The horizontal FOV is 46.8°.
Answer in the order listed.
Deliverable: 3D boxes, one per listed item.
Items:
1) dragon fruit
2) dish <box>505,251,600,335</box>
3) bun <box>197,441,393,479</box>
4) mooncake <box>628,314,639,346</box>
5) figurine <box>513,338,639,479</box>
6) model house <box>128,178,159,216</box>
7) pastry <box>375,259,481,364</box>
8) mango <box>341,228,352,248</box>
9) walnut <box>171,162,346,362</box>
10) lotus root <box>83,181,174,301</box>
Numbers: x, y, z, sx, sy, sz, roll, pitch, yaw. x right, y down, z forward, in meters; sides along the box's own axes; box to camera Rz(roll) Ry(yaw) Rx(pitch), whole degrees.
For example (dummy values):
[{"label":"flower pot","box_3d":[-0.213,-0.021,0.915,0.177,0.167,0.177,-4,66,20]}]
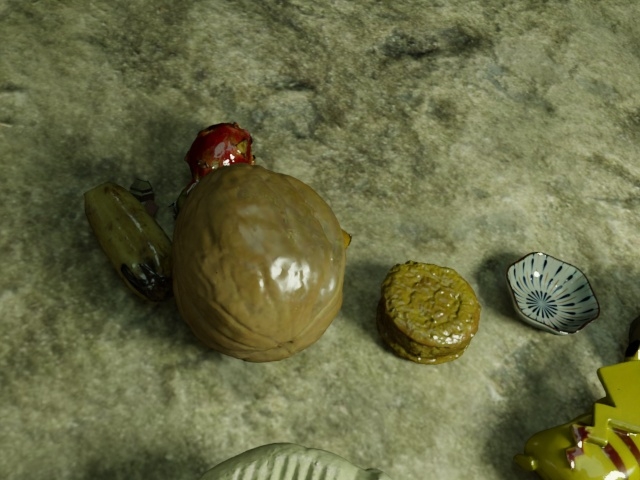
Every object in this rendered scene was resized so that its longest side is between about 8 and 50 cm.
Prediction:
[{"label":"dragon fruit","box_3d":[-0.218,-0.135,1.451,0.125,0.125,0.246,36,69,-1]},{"label":"dish","box_3d":[0.433,0.115,1.418,0.190,0.066,0.191,8,50,-9]},{"label":"bun","box_3d":[-0.048,0.445,0.951,0.364,0.219,0.365,0,46,0]},{"label":"mooncake","box_3d":[0.703,0.200,1.319,0.290,0.161,0.290,16,38,-13]},{"label":"figurine","box_3d":[0.479,0.319,1.203,0.326,0.169,0.218,-21,65,-25]},{"label":"model house","box_3d":[-0.338,-0.067,1.395,0.058,0.057,0.083,16,50,9]},{"label":"pastry","box_3d":[0.191,0.130,1.328,0.188,0.103,0.189,6,51,-7]},{"label":"mango","box_3d":[0.000,0.000,1.405,0.127,0.077,0.063,9,26,-23]},{"label":"walnut","box_3d":[-0.106,0.030,1.217,0.332,0.333,0.333,6,52,-8]},{"label":"lotus root","box_3d":[-0.329,0.000,1.307,0.110,0.097,0.258,-37,75,5]}]
